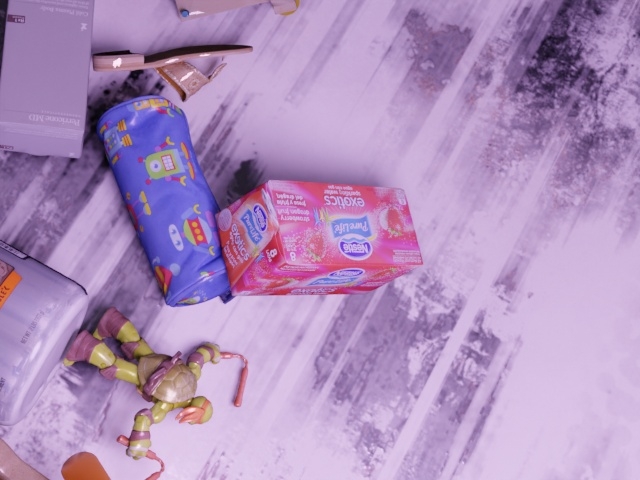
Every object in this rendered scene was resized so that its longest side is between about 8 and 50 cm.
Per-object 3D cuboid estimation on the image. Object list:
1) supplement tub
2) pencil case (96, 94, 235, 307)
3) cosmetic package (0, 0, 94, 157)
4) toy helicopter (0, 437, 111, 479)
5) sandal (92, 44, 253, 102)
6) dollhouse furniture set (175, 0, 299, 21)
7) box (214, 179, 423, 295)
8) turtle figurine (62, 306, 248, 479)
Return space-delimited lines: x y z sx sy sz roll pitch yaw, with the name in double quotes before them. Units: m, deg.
"supplement tub" -0.486 0.073 1.553 0.338 0.207 0.207 28 68 -1
"pencil case" -0.204 -0.055 1.703 0.133 0.119 0.306 -22 77 -10
"cosmetic package" -0.393 -0.246 1.741 0.127 0.107 0.238 3 67 -14
"toy helicopter" -0.302 0.339 1.487 0.355 0.235 0.140 34 55 9
"sandal" -0.216 -0.243 1.801 0.240 0.088 0.079 -7 106 -22
"dollhouse furniture set" -0.193 -0.471 1.884 0.286 0.198 0.303 -14 106 6
"box" 0.000 0.000 1.669 0.257 0.128 0.122 2 67 -42
"turtle figurine" -0.226 0.189 1.604 0.217 0.087 0.269 33 49 8
